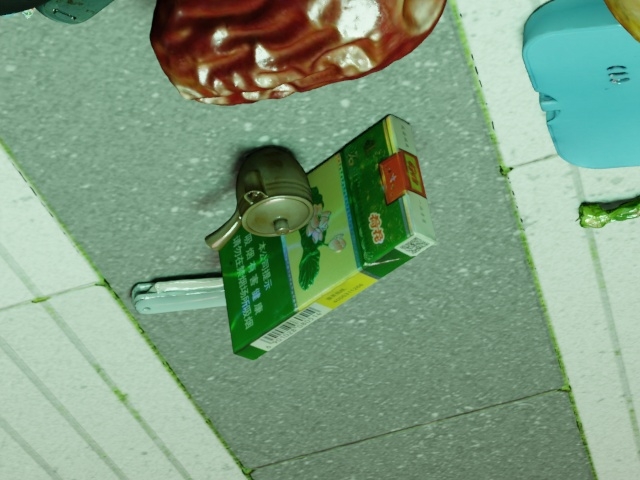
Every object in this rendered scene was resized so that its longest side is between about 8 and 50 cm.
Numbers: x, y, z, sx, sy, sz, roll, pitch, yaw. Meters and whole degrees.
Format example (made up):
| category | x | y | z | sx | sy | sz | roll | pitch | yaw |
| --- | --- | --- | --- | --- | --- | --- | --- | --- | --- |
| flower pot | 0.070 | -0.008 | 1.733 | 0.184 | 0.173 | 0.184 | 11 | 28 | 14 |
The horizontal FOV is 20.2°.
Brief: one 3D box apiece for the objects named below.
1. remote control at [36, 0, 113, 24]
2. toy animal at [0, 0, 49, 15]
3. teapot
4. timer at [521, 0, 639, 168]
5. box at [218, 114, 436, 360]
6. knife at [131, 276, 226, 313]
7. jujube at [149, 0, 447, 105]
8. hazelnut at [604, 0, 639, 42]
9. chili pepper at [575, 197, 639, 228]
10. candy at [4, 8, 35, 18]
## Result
| category | x | y | z | sx | sy | sz | roll | pitch | yaw |
| --- | --- | --- | --- | --- | --- | --- | --- | --- | --- |
| remote control | -0.134 | -0.229 | 1.311 | 0.072 | 0.042 | 0.222 | 19 | 138 | -43 |
| toy animal | -0.284 | -0.262 | 1.047 | 0.310 | 0.251 | 0.251 | 6 | 145 | -38 |
| teapot | -0.064 | -0.034 | 1.608 | 0.110 | 0.080 | 0.085 | -27 | 145 | 24 |
| timer | 0.312 | -0.157 | 1.566 | 0.250 | 0.091 | 0.232 | -7 | 151 | 15 |
| box | 0.000 | 0.000 | 1.635 | 0.235 | 0.132 | 0.034 | -34 | 140 | 33 |
| knife | -0.107 | 0.049 | 1.783 | 0.162 | 0.023 | 0.044 | -6 | 144 | -8 |
| jujube | -0.019 | -0.182 | 1.332 | 0.230 | 0.155 | 0.155 | -16 | 149 | 27 |
| hazelnut | 0.301 | -0.210 | 1.364 | 0.182 | 0.182 | 0.182 | -8 | 148 | -5 |
| chili pepper | 0.296 | -0.029 | 1.781 | 0.091 | 0.030 | 0.034 | -14 | 128 | 2 |
| candy | -0.251 | -0.187 | 1.362 | 0.083 | 0.020 | 0.030 | 11 | 145 | -34 |
